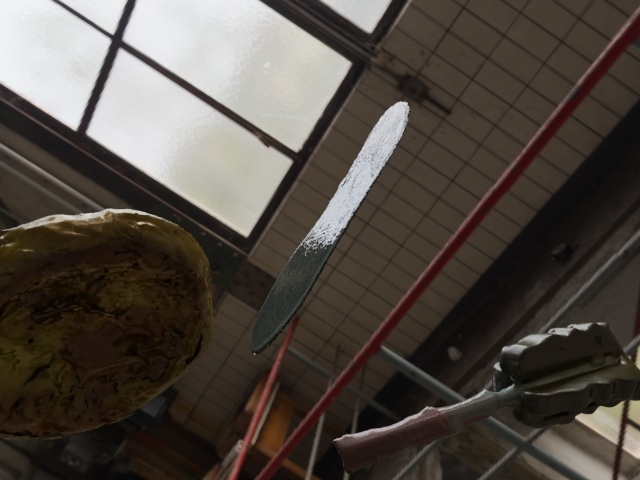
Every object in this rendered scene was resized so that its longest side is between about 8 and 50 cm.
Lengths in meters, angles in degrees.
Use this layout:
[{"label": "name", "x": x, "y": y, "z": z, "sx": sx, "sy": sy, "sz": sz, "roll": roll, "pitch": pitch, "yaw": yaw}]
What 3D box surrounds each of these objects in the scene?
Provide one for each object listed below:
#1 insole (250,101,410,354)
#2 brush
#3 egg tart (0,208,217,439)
[{"label": "insole", "x": -0.001, "y": 0.000, "z": 0.406, "sx": 0.232, "sy": 0.003, "sz": 0.080, "roll": -57, "pitch": 19, "yaw": 24}, {"label": "brush", "x": 0.154, "y": 0.139, "z": 0.484, "sx": 0.071, "sy": 0.301, "sz": 0.084, "roll": 96, "pitch": 155, "yaw": -44}, {"label": "egg tart", "x": -0.251, "y": 0.082, "z": 0.573, "sx": 0.290, "sy": 0.290, "sz": 0.115, "roll": -56, "pitch": 46, "yaw": 14}]
